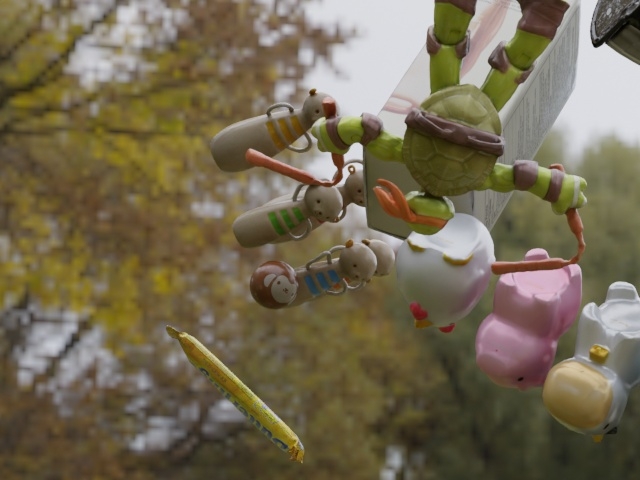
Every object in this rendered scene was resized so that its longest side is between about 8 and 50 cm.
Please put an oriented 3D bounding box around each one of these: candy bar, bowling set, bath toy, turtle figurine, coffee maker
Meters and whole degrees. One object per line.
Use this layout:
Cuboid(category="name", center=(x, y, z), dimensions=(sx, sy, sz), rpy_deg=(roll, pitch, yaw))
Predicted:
Cuboid(category="candy bar", center=(-0.071, 0.128, 1.633), dimensions=(0.161, 0.018, 0.040), rpy_deg=(43, -12, 17))
Cuboid(category="bowling set", center=(0.000, 0.000, 2.169), dimensions=(0.154, 0.200, 0.287), rpy_deg=(-22, -52, 13))
Cuboid(category="bath toy", center=(0.215, 0.097, 1.879), dimensions=(0.348, 0.129, 0.151), rpy_deg=(28, 47, 32))
Cuboid(category="turtle figurine", center=(0.090, -0.096, 1.462), dimensions=(0.269, 0.217, 0.087), rpy_deg=(17, 7, 4))
Cuboid(category="coffee maker", center=(0.377, -0.203, 1.872), dimensions=(0.178, 0.120, 0.171), rpy_deg=(32, -26, -16))

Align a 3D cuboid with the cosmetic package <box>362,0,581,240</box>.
Cuboid(category="cosmetic package", center=(0.165, -0.140, 2.083), dimensions=(0.129, 0.296, 0.153), rpy_deg=(19, -39, 19))
